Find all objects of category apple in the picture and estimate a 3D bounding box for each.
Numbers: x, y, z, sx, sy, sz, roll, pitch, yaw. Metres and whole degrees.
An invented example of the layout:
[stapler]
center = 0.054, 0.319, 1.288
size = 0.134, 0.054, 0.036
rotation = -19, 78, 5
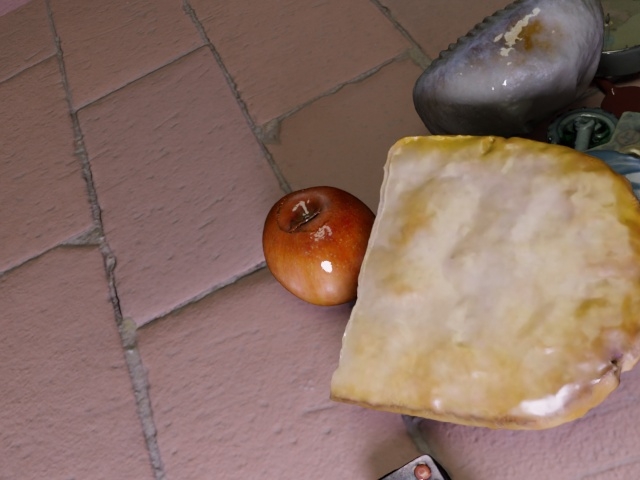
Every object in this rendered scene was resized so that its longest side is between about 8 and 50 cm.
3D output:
[apple]
center = 0.000, 0.000, 1.235
size = 0.235, 0.173, 0.210
rotation = 18, 62, 34

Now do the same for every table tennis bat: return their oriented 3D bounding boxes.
[table tennis bat]
center = 0.560, -0.266, 1.319
size = 0.098, 0.019, 0.154
rotation = -28, 50, 0

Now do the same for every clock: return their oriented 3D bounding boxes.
[clock]
center = 0.571, -0.427, 1.402
size = 0.281, 0.055, 0.280
rotation = -10, 45, 11

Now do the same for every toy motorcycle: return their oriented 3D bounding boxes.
[toy motorcycle]
center = 0.510, -0.080, 1.090
size = 0.410, 0.168, 0.237
rotation = 29, 70, 37

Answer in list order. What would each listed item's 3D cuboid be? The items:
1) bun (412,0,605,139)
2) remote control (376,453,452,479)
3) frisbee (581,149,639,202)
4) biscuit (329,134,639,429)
[bun]
center = 0.346, -0.303, 1.263
size = 0.362, 0.362, 0.211
rotation = -37, 91, -8
[remote control]
center = 0.187, 0.454, 0.867
size = 0.145, 0.062, 0.398
rotation = -29, 46, -2
[frisbee]
center = 0.393, 0.013, 1.025
size = 0.290, 0.049, 0.289
rotation = 2, 93, 44
[biscuit]
center = 0.247, 0.049, 1.013
size = 0.446, 0.104, 0.429
rotation = 2, 74, 29
